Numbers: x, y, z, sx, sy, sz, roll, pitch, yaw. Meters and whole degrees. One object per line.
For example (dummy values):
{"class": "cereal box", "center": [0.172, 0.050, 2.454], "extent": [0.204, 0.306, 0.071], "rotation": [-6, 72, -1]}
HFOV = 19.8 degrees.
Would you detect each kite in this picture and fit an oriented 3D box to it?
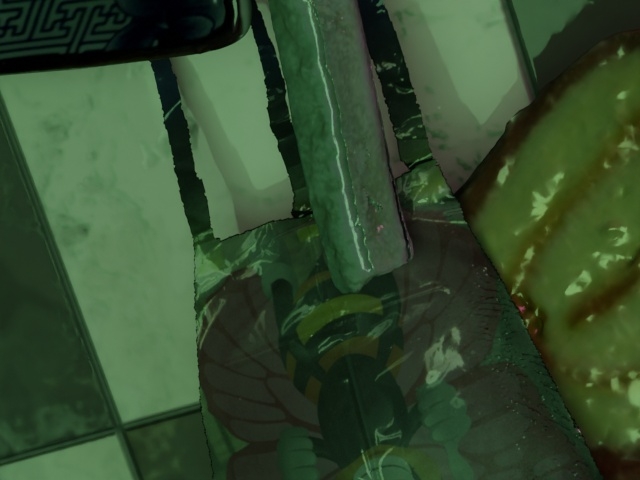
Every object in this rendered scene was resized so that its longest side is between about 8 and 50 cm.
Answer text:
{"class": "kite", "center": [0.002, 0.000, 0.814], "extent": [0.204, 0.022, 0.360], "rotation": [-20, 80, 30]}

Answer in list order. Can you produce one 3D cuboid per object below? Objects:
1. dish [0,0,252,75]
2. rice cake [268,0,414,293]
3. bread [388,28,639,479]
{"class": "dish", "center": [-0.115, -0.201, 0.806], "extent": [0.182, 0.080, 0.243], "rotation": [-3, 105, 26]}
{"class": "rice cake", "center": [0.001, -0.081, 0.764], "extent": [0.033, 0.033, 0.208], "rotation": [-4, 100, 47]}
{"class": "bread", "center": [0.169, 0.002, 0.791], "extent": [0.190, 0.123, 0.244], "rotation": [44, 111, 20]}
